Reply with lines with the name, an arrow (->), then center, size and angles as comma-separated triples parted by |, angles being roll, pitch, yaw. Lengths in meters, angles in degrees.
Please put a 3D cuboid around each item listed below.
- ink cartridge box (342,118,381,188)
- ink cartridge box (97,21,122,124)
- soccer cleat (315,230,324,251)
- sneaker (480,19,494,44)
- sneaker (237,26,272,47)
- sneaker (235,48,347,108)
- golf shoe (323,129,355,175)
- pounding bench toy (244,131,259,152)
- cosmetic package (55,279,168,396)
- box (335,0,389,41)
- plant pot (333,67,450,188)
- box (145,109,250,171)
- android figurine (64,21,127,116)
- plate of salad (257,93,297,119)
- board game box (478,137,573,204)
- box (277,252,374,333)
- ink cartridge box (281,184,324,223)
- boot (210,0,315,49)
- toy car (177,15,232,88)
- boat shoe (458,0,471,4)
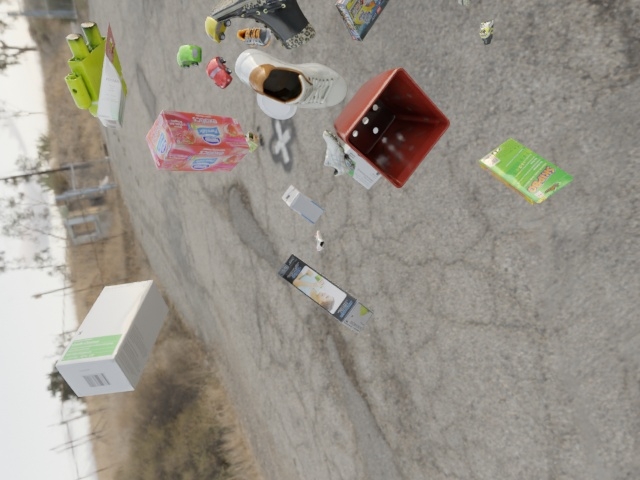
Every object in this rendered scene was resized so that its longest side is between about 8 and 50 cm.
ink cartridge box -> 0.240, -0.418, 2.157 | 0.289, 0.211, 0.121 | -46, 18, 28
ink cartridge box -> -0.520, -0.407, 1.187 | 0.181, 0.056, 0.224 | -164, 84, -69
soccer cleat -> 0.000, 0.000, 1.680 | 0.036, 0.029, 0.083 | -23, 52, 38
sneaker -> 0.408, -0.510, 1.145 | 0.031, 0.083, 0.035 | 1, 138, 32
sneaker -> -0.288, -0.904, 2.061 | 0.215, 0.083, 0.084 | 12, 95, 47
sneaker -> -0.038, -0.328, 1.026 | 0.123, 0.290, 0.105 | 51, 129, 35
golf shoe -> 0.042, -0.278, 1.521 | 0.176, 0.086, 0.069 | 52, -167, -37
pounding bench toy -> -0.307, -0.425, 1.970 | 0.052, 0.083, 0.065 | -37, 42, 33
cosmetic package -> -0.658, 0.308, 1.521 | 0.365, 0.197, 0.155 | -91, -10, -56
box -> 0.154, -0.791, 1.502 | 0.044, 0.233, 0.159 | 31, 176, 30
plant pot -> 0.196, -0.370, 1.504 | 0.267, 0.267, 0.236 | -53, 31, 3
box -> -0.421, -0.336, 1.619 | 0.154, 0.300, 0.142 | -37, 70, 39
android figurine -> -0.642, -0.473, 1.352 | 0.272, 0.056, 0.248 | 88, -172, -48
plate of salad -> -0.205, -0.667, 2.227 | 0.199, 0.200, 0.048 | 112, 178, -52
board game box -> 0.599, -0.203, 1.373 | 0.039, 0.124, 0.259 | 53, -178, -42
box -> 0.017, 0.170, 1.501 | 0.290, 0.087, 0.169 | 34, 175, 32
ink cartridge box -> -0.079, -0.160, 2.037 | 0.082, 0.140, 0.191 | -54, 21, 3
boot -> -0.146, -0.562, 1.197 | 0.178, 0.237, 0.085 | 46, -136, -47
toy car -> -0.368, -0.578, 1.432 | 0.225, 0.053, 0.238 | 0, 91, 32
boat shoe -> 0.373, -0.935, 1.365 | 0.156, 0.186, 0.500 | 14, 155, 36
